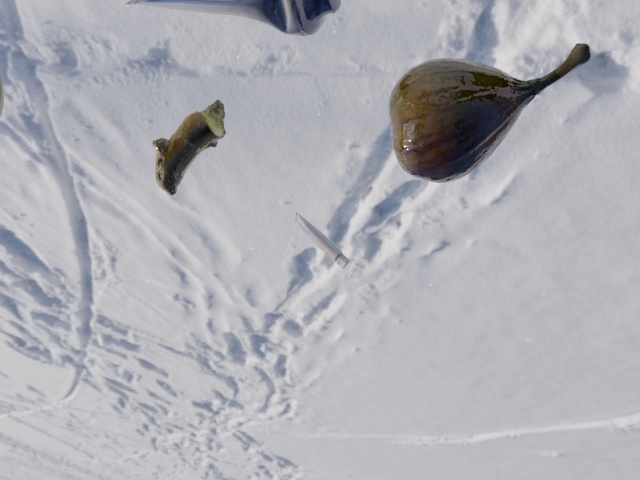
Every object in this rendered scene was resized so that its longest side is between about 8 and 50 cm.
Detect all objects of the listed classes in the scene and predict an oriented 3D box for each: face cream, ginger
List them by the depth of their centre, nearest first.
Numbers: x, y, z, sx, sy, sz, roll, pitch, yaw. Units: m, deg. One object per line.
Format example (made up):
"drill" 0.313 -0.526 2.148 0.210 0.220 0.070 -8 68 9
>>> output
"ginger" -0.171 -0.125 0.594 0.137 0.044 0.057 -47 142 5
"face cream" 0.000 0.000 0.723 0.115 0.020 0.038 42 164 10
"face cream" -0.155 -0.492 0.916 0.420 0.235 0.137 15 135 24

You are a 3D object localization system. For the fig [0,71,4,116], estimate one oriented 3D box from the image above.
"fig" -0.384 -0.145 0.375 0.191 0.181 0.181 20 149 12

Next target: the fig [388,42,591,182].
"fig" 0.268 -0.230 0.756 0.320 0.217 0.217 -21 134 38
